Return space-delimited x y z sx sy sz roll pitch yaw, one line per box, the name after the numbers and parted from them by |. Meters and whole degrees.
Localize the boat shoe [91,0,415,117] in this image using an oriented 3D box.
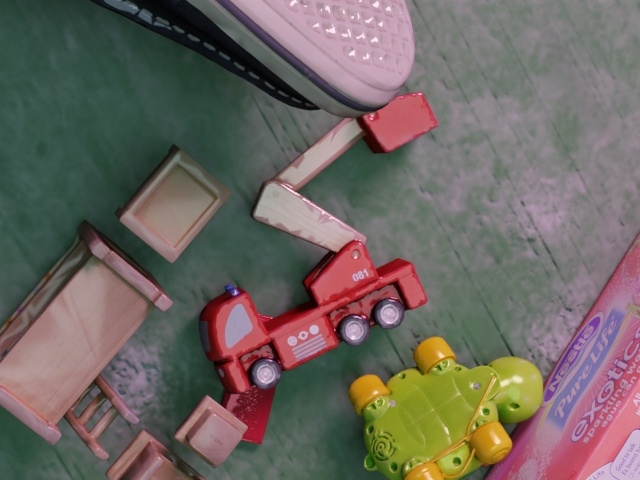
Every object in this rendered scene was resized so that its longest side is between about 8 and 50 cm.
-0.166 -0.221 1.025 0.500 0.187 0.156 34 126 -7 | boat shoe

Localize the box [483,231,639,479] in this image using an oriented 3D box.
0.231 0.120 1.159 0.154 0.142 0.300 31 90 -13 | box

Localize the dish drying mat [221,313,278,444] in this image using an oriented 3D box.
-0.044 0.089 1.174 0.032 0.008 0.083 12 95 -12 | dish drying mat

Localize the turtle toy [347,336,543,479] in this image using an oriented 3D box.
0.085 0.115 1.167 0.130 0.066 0.095 -30 63 -5 | turtle toy

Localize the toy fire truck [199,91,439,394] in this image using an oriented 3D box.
0.000 0.000 1.145 0.192 0.047 0.135 -25 97 -7 | toy fire truck

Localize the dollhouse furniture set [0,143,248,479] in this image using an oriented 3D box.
-0.093 0.058 1.116 0.161 0.101 0.182 41 88 -16 | dollhouse furniture set
